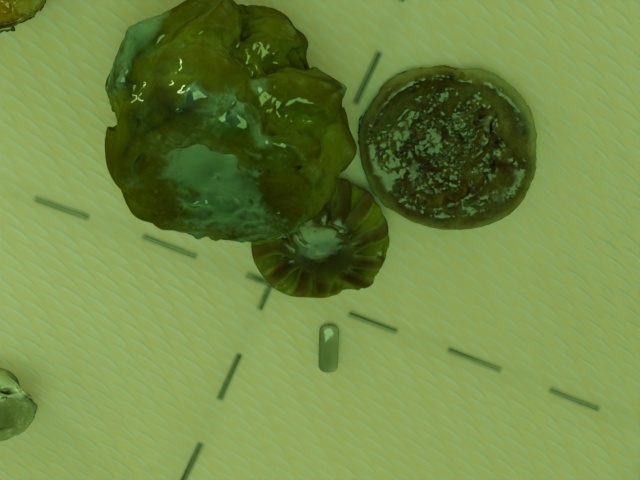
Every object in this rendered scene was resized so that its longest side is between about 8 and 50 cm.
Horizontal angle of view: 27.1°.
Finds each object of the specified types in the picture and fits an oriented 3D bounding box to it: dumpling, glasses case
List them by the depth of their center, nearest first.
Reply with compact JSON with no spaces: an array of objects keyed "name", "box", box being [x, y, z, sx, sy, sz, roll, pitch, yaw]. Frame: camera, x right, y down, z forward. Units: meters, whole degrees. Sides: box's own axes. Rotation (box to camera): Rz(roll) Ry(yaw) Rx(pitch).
[{"name":"dumpling","box":[-0.537,0.262,2.109,0.199,0.118,0.136,11,143,16]},{"name":"glasses case","box":[0.013,0.174,2.128,0.032,0.021,0.083,1,111,-1]}]

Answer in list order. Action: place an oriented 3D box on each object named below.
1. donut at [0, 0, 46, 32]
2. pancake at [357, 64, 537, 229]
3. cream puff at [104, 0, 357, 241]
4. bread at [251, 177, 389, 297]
[{"name":"donut","box":[-0.472,-0.368,1.866,0.181,0.078,0.146,-6,130,-13]},{"name":"pancake","box":[0.194,-0.136,2.000,0.283,0.049,0.282,1,110,2]},{"name":"cream puff","box":[-0.127,-0.185,1.876,0.379,0.275,0.378,6,140,5]},{"name":"bread","box":[0.000,0.000,2.019,0.214,0.104,0.213,0,109,0]}]
